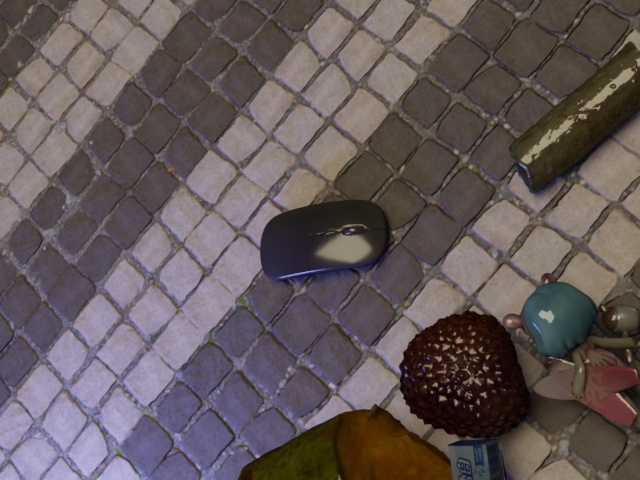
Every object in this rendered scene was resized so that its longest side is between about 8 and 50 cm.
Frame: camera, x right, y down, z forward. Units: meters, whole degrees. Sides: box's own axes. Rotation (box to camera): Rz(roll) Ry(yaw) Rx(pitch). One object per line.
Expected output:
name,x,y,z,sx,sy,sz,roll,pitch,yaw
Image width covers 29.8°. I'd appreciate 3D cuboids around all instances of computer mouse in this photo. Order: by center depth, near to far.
computer mouse,-0.001,0.000,1.988,0.232,0.057,0.120,-9,70,24

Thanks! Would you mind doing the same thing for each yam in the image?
yam,0.399,-0.183,1.832,0.259,0.093,0.093,-40,60,9

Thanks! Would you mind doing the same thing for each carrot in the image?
carrot,0.037,0.381,1.737,0.340,0.241,0.242,-29,63,17

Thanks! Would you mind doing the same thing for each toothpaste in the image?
toothpaste,0.231,0.416,1.681,0.066,0.053,0.272,-8,88,32

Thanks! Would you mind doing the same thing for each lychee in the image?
lychee,0.204,0.198,1.744,0.188,0.188,0.188,-9,70,24

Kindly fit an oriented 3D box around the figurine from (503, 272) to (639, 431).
figurine,0.398,0.149,1.686,0.205,0.103,0.260,-43,83,-16
